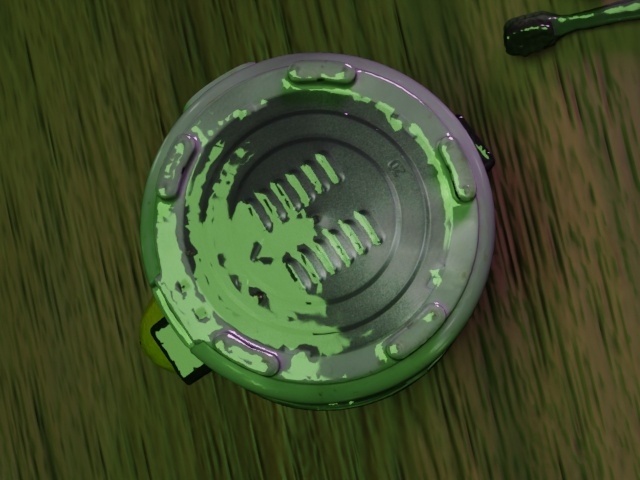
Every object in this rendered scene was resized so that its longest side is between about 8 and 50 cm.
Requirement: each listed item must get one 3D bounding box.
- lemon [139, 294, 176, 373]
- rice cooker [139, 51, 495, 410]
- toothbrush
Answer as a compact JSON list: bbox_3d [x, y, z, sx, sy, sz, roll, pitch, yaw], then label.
[{"bbox_3d":[-0.102,0.064,0.821,0.110,0.082,0.082,-43,77,20],"label":"lemon"},{"bbox_3d":[0.000,0.000,0.701,0.280,0.227,0.241,-37,82,-2],"label":"rice cooker"},{"bbox_3d":[0.273,-0.172,0.689,0.297,0.030,0.030,-10,114,21],"label":"toothbrush"}]
